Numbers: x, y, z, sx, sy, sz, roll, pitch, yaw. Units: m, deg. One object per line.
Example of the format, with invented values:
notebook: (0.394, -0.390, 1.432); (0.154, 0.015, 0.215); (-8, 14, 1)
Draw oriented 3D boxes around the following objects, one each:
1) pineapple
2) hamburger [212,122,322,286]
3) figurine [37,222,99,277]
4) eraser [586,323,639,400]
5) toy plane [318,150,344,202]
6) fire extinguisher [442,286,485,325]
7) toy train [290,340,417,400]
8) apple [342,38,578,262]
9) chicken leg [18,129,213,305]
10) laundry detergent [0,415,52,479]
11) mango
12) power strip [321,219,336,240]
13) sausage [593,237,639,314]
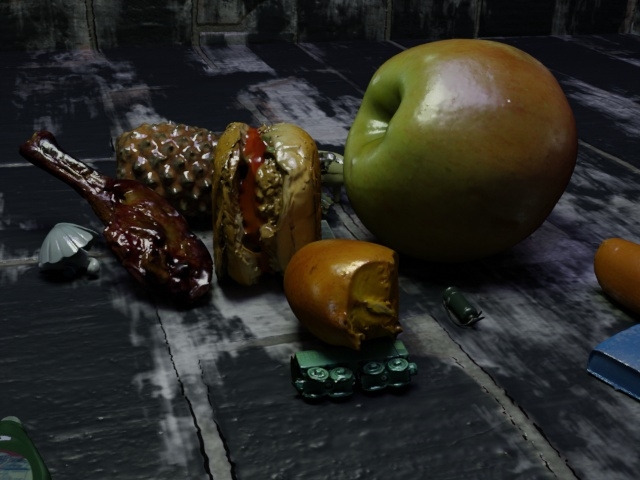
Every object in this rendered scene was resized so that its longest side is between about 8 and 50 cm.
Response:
pineapple: (-0.152, -0.113, 1.399); (0.361, 0.175, 0.175); (-2, 24, -7)
hamburger: (-0.074, -0.057, 1.212); (0.163, 0.244, 0.244); (2, 24, -7)
figurine: (-0.365, 0.018, 1.222); (0.094, 0.082, 0.086); (-24, 44, 0)
eraser: (0.466, 0.178, 0.940); (0.144, 0.042, 0.312); (-16, 29, -33)
toy plane: (-0.038, -0.130, 1.541); (0.244, 0.092, 0.229); (18, 26, 30)
fire extinguisher: (0.189, 0.093, 1.137); (0.038, 0.025, 0.083); (-39, 29, 2)
toy train: (0.036, 0.151, 0.979); (0.148, 0.038, 0.071); (-5, 22, -13)
apple: (0.192, -0.138, 1.264); (0.305, 0.338, 0.338); (9, 21, -17)
chicken leg: (-0.293, -0.034, 1.245); (0.407, 0.096, 0.158); (40, 18, 27)
laundry detergent: (-0.305, 0.227, 0.753); (0.137, 0.063, 0.211); (-9, 25, -7)
mango: (0.031, 0.060, 1.048); (0.154, 0.126, 0.252); (4, 3, -9)
power strip: (0.000, 0.000, 1.338); (0.051, 0.019, 0.136); (-1, 24, -11)
sausage: (0.456, 0.067, 1.130); (0.098, 0.098, 0.238); (-9, 28, -24)
